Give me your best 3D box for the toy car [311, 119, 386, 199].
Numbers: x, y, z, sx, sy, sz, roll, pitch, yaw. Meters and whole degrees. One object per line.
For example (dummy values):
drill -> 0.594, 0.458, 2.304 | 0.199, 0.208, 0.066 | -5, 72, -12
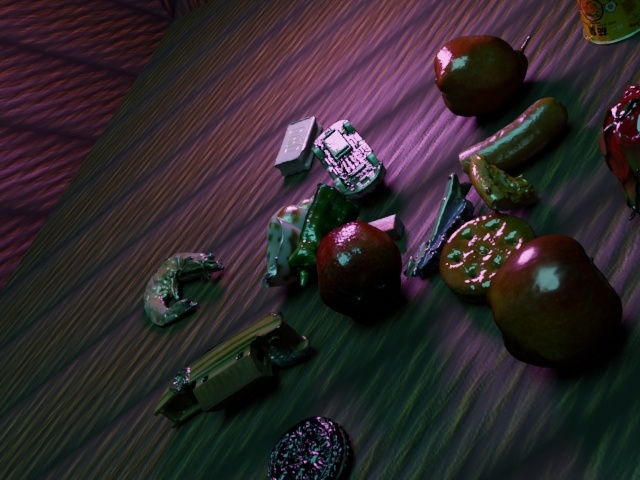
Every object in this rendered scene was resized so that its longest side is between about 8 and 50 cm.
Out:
toy car -> 0.088, -0.215, 1.985 | 0.136, 0.125, 0.306 | -39, 44, 7

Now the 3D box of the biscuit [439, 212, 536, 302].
biscuit -> 0.356, 0.036, 1.506 | 0.220, 0.066, 0.220 | -25, 40, 22

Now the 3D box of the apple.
apple -> 0.403, 0.113, 1.250 | 0.230, 0.230, 0.230 | -26, 38, 22

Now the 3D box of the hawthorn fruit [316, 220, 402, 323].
hawthorn fruit -> 0.089, 0.055, 1.629 | 0.215, 0.215, 0.250 | -29, 31, 19

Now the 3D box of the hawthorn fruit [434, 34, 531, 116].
hawthorn fruit -> 0.426, -0.436, 1.823 | 0.262, 0.210, 0.211 | -22, 39, 14

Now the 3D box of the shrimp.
shrimp -> -0.418, 0.137, 2.155 | 0.360, 0.085, 0.247 | -20, 50, 35

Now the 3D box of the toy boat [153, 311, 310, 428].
toy boat -> -0.219, 0.328, 1.716 | 0.445, 0.136, 0.162 | -33, 31, 22

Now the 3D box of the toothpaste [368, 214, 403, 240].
toothpaste -> 0.115, -0.003, 1.801 | 0.193, 0.044, 0.070 | -18, 43, 32

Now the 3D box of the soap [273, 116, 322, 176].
soap -> -0.071, -0.303, 2.285 | 0.114, 0.063, 0.198 | -15, 44, 32

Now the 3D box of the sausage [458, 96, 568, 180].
sausage -> 0.454, -0.231, 1.659 | 0.270, 0.109, 0.109 | -35, 35, 15

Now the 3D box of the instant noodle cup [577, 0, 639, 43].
instant noodle cup -> 0.718, -0.601, 1.760 | 0.182, 0.144, 0.182 | -26, 39, 23

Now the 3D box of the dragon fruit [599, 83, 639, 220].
dragon fruit -> 0.650, -0.170, 1.348 | 0.233, 0.233, 0.293 | -5, 80, 42

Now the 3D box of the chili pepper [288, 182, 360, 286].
chili pepper -> 0.000, 0.000, 1.754 | 0.099, 0.136, 0.270 | 1, 54, 39

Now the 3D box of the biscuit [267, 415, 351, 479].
biscuit -> -0.023, 0.449, 1.448 | 0.194, 0.053, 0.195 | -26, 39, 23

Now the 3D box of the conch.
conch -> -0.065, -0.002, 1.863 | 0.182, 0.148, 0.275 | -169, 90, -70

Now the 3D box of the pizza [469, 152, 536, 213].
pizza -> 0.405, -0.118, 1.562 | 0.182, 0.161, 0.062 | -75, 10, -57

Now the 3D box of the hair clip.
hair clip -> 0.277, -0.027, 1.637 | 0.292, 0.084, 0.106 | -60, 24, -15
